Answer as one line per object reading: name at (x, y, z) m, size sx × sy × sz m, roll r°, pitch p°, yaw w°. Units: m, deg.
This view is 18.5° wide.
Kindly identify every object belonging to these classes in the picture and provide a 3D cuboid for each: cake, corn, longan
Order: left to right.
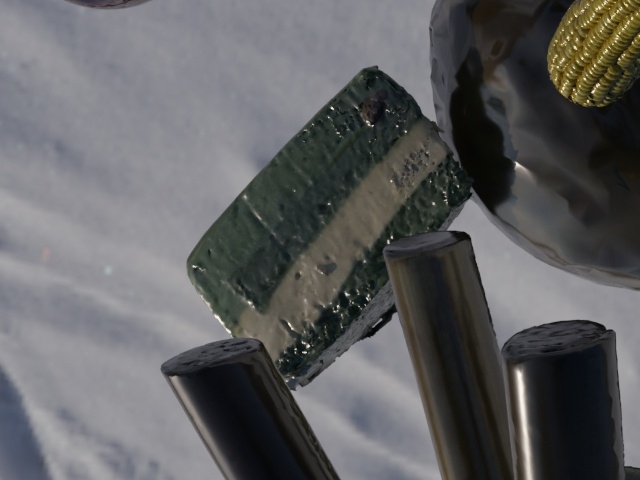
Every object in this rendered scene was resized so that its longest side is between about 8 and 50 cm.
cake at (0.003, -0.003, 1.628) m, size 0.158 × 0.172 × 0.283 m, roll 47°, pitch 156°, yaw 7°
corn at (0.209, -0.157, 1.323) m, size 0.072 × 0.072 × 0.203 m, roll 13°, pitch 154°, yaw -9°
longan at (0.276, -0.147, 1.620) m, size 0.391 × 0.391 × 0.391 m, roll 5°, pitch 149°, yaw 3°

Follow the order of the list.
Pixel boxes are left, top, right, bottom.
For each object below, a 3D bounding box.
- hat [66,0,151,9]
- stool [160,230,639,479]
hat at (-0.170, -0.234, 1.554) m, size 0.205 × 0.089 × 0.205 m, roll 0°, pitch 166°, yaw 0°
stool at (0.103, 0.128, 1.105) m, size 0.310 × 0.226 × 0.310 m, roll -6°, pitch -168°, yaw 37°
